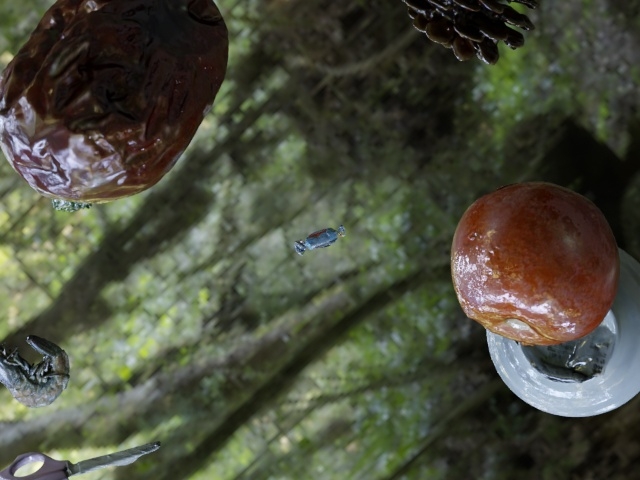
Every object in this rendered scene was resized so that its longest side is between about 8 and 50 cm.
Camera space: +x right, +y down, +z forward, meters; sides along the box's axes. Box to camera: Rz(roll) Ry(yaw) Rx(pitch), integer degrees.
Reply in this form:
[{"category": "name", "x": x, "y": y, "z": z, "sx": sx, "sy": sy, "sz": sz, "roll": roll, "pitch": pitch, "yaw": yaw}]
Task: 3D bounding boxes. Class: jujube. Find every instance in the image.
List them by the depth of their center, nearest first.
[{"category": "jujube", "x": -0.288, "y": -0.218, "z": 1.965, "sx": 0.276, "sy": 0.377, "sz": 0.276, "roll": 22, "pitch": 151, "yaw": 13}]

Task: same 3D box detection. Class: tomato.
[{"category": "tomato", "x": 0.262, "y": 0.024, "z": 1.711, "sx": 0.208, "sy": 0.184, "sz": 0.208, "roll": 17, "pitch": 163, "yaw": 5}]

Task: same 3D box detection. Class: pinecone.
[{"category": "pinecone", "x": 0.168, "y": -0.286, "z": 1.473, "sx": 0.163, "sy": 0.165, "sz": 0.163, "roll": 22, "pitch": -153, "yaw": -12}]

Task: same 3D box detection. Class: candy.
[{"category": "candy", "x": 0.000, "y": 0.001, "z": 2.178, "sx": 0.020, "sy": 0.083, "sz": 0.030, "roll": -119, "pitch": 12, "yaw": -72}]

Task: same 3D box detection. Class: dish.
[{"category": "dish", "x": 0.425, "y": 0.151, "z": 2.387, "sx": 0.316, "sy": 0.316, "sz": 0.106, "roll": 49, "pitch": -165, "yaw": 10}]

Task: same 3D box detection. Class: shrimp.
[{"category": "shrimp", "x": -0.386, "y": 0.153, "z": 1.817, "sx": 0.161, "sy": 0.091, "sz": 0.034, "roll": 50, "pitch": 173, "yaw": -38}]

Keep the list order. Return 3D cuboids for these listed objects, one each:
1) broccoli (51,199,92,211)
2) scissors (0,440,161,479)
[{"category": "broccoli", "x": -0.369, "y": -0.157, "z": 2.205, "sx": 0.226, "sy": 0.176, "sz": 0.198, "roll": 60, "pitch": -151, "yaw": -49}, {"category": "scissors", "x": -0.298, "y": 0.283, "z": 1.732, "sx": 0.110, "sy": 0.212, "sz": 0.021, "roll": -105, "pitch": 0, "yaw": -57}]
